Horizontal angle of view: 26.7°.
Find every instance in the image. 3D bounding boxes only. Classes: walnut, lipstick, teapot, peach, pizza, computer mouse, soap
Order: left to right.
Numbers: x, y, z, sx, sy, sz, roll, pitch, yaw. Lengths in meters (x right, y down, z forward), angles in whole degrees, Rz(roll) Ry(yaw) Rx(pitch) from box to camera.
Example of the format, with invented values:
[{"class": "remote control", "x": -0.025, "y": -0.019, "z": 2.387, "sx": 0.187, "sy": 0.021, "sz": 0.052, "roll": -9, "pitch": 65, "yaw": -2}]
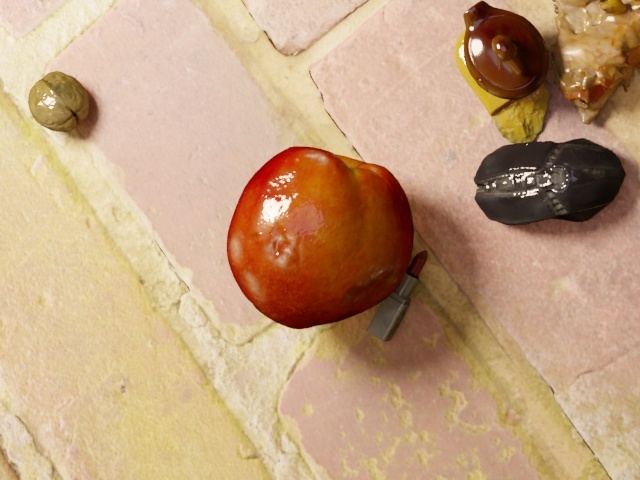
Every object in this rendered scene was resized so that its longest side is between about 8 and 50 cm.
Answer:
[{"class": "walnut", "x": -0.376, "y": -0.198, "z": 1.938, "sx": 0.092, "sy": 0.092, "sz": 0.092, "roll": -1, "pitch": 88, "yaw": 22}, {"class": "peach", "x": 0.000, "y": 0.000, "z": 1.718, "sx": 0.244, "sy": 0.199, "sz": 0.243, "roll": 1, "pitch": 97, "yaw": 9}, {"class": "lipstick", "x": 0.106, "y": 0.069, "z": 1.763, "sx": 0.030, "sy": 0.030, "sz": 0.129, "roll": 31, "pitch": 100, "yaw": 20}, {"class": "teapot", "x": 0.224, "y": -0.236, "z": 1.662, "sx": 0.098, "sy": 0.078, "sz": 0.129, "roll": -33, "pitch": 78, "yaw": 8}, {"class": "soap", "x": 0.236, "y": -0.206, "z": 1.716, "sx": 0.089, "sy": 0.033, "sz": 0.168, "roll": -35, "pitch": 78, "yaw": 17}, {"class": "computer mouse", "x": 0.281, "y": -0.073, "z": 1.679, "sx": 0.192, "sy": 0.062, "sz": 0.105, "roll": -5, "pitch": 87, "yaw": 20}, {"class": "pizza", "x": 0.331, "y": -0.318, "z": 1.662, "sx": 0.251, "sy": 0.074, "sz": 0.287, "roll": 40, "pitch": 101, "yaw": 21}]
